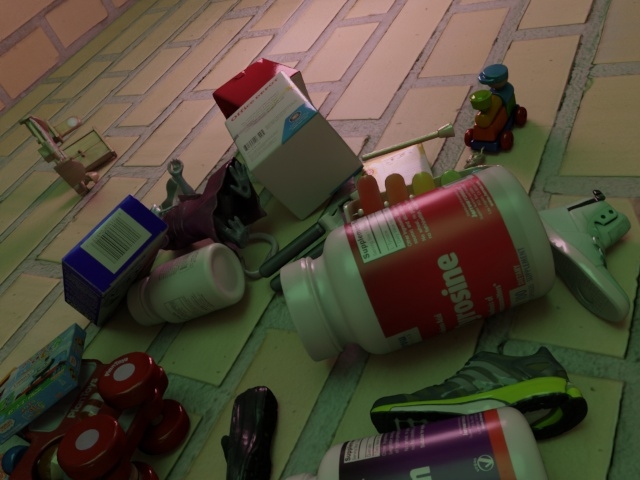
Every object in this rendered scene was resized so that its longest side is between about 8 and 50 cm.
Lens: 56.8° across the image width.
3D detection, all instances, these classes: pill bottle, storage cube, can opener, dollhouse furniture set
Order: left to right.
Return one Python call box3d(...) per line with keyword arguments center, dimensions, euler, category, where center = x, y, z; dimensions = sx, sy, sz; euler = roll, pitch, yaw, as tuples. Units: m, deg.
box3d(center=(-0.770, -0.330, 1.779), dimensions=(0.174, 0.355, 0.303), euler=(-38, 80, -13), category="dollhouse furniture set")
box3d(center=(-0.283, 0.100, 1.233), dimensions=(0.229, 0.131, 0.131), euler=(-21, 39, 23), category="pill bottle")
box3d(center=(-0.143, -0.361, 1.621), dimensions=(0.215, 0.183, 0.193), euler=(-39, 42, -15), category="storage cube")
box3d(center=(0.000, 0.000, 1.225), dimensions=(0.280, 0.074, 0.093), euler=(-38, 2, 0), category="can opener")
box3d(center=(0.151, 0.051, 0.988), dimensions=(0.408, 0.229, 0.229), euler=(-22, 40, 6), category="pill bottle")
box3d(center=(0.120, 0.330, 0.742), dimensions=(0.323, 0.181, 0.181), euler=(-17, 41, 11), category="pill bottle")

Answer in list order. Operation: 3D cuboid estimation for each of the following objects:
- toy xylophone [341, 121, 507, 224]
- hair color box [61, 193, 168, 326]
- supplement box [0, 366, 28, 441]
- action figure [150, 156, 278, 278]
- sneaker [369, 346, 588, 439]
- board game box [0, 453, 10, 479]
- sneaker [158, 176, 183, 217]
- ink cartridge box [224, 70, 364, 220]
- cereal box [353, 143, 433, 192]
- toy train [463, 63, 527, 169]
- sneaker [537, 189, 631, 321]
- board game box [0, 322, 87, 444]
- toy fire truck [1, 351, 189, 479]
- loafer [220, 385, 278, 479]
box3d(center=(0.193, -0.080, 1.129), dimensions=(0.323, 0.236, 0.081), euler=(-23, 9, 10), category="toy xylophone")
box3d(center=(-0.438, 0.055, 1.247), dimensions=(0.185, 0.110, 0.339), euler=(-52, 7, -27), category="hair color box")
box3d(center=(-0.577, 0.337, 1.180), dimensions=(0.188, 0.081, 0.104), euler=(10, 51, 35), category="supplement box")
box3d(center=(-0.284, -0.049, 1.397), dimensions=(0.370, 0.276, 0.248), euler=(-17, 31, 41), category="action figure")
box3d(center=(0.221, 0.233, 0.870), dimensions=(0.300, 0.111, 0.121), euler=(-11, 31, 11), category="sneaker")
box3d(center=(-0.612, 0.494, 0.936), dimensions=(0.302, 0.086, 0.308), euler=(4, 43, -3), category="board game box")
box3d(center=(-0.390, -0.094, 1.572), dimensions=(0.054, 0.061, 0.152), euler=(9, 70, 25), category="sneaker")
box3d(center=(-0.069, -0.230, 1.400), dimensions=(0.198, 0.197, 0.270), euler=(-40, 39, 8), category="ink cartridge box")
box3d(center=(0.166, -0.105, 1.287), dimensions=(0.173, 0.047, 0.240), euler=(-18, 41, 13), category="cereal box")
box3d(center=(0.353, -0.257, 1.278), dimensions=(0.105, 0.143, 0.248), euler=(12, 52, 37), category="toy train")
box3d(center=(0.463, 0.012, 0.971), dimensions=(0.151, 0.094, 0.256), euler=(-22, 41, 0), category="sneaker")
box3d(center=(-0.511, 0.253, 1.084), dimensions=(0.160, 0.039, 0.211), euler=(-39, 22, -4), category="board game box")
box3d(center=(-0.389, 0.328, 0.995), dimensions=(0.254, 0.169, 0.302), euler=(-4, 38, 20), category="toy fire truck")
box3d(center=(-0.122, 0.336, 0.951), dimensions=(0.078, 0.076, 0.223), euler=(-17, 36, 18), category="loafer")
